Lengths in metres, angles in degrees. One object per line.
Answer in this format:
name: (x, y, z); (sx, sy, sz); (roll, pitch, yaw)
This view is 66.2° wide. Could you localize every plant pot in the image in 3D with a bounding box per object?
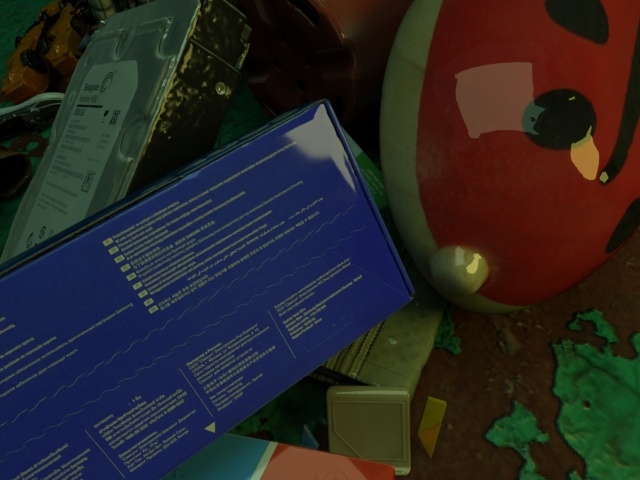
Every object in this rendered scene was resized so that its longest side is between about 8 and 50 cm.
plant pot: (0.051, -0.271, 0.620); (0.272, 0.272, 0.265); (31, 56, 30)

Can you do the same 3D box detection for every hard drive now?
hard drive: (-0.203, -0.052, 0.457); (0.236, 0.064, 0.339); (17, 85, 45)

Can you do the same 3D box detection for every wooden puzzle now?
wooden puzzle: (0.041, 0.155, 0.403); (0.116, 0.079, 0.014); (5, 5, 6)

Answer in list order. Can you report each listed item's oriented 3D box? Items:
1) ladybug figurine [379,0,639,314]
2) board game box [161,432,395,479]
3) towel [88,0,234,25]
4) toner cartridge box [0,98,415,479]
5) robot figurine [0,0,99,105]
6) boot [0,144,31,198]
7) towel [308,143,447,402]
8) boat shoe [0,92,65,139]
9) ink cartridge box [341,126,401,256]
ladybug figurine: (0.213, -0.127, 0.459); (0.162, 0.305, 0.449); (-15, 37, 50)
board game box: (-0.093, 0.284, 0.298); (0.242, 0.064, 0.317); (5, 50, 13)
towel: (-0.217, -0.359, 0.776); (0.121, 0.235, 0.284); (13, 52, 11)
toner cartridge box: (-0.115, 0.058, 0.331); (0.347, 0.165, 0.075); (-32, 19, -15)
robot figurine: (-0.469, -0.356, 0.889); (0.211, 0.085, 0.291); (-23, 47, 13)
boot: (-0.553, -0.051, 0.652); (0.220, 0.109, 0.283); (16, 46, 16)
towel: (0.000, 0.000, 0.556); (0.312, 0.056, 0.324); (18, 51, 19)
boat shoe: (-0.472, -0.198, 0.798); (0.142, 0.049, 0.040); (-20, 68, -7)
ink cartridge box: (-0.047, -0.022, 0.482); (0.208, 0.087, 0.153); (-22, 50, -14)
